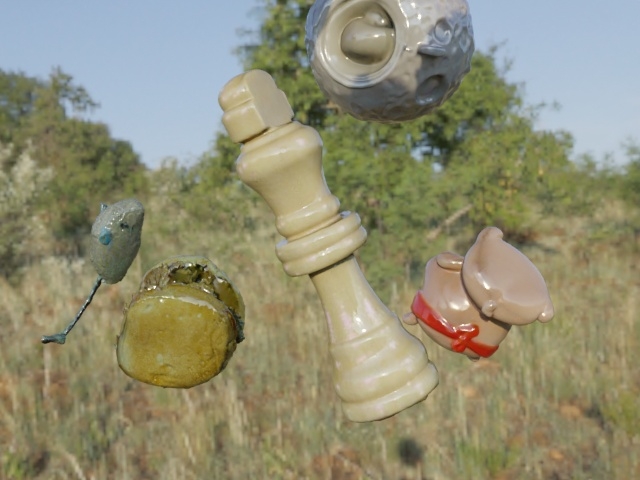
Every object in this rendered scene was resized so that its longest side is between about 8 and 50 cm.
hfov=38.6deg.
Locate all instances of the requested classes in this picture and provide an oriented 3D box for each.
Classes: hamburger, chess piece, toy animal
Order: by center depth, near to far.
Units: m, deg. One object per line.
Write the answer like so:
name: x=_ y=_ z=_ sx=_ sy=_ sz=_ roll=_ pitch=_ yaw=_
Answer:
chess piece: x=0.000 y=0.000 z=0.997 sx=0.117 sy=0.397 sz=0.117 roll=-24 pitch=7 yaw=3
hamburger: x=-0.173 y=0.110 z=1.150 sx=0.159 sy=0.185 sz=0.131 roll=16 pitch=22 yaw=-7
toy animal: x=0.229 y=0.090 z=1.339 sx=0.171 sy=0.171 sz=0.197 roll=-4 pitch=-27 yaw=-38
toy animal: x=-0.333 y=0.045 z=1.367 sx=0.079 sy=0.253 sz=0.070 roll=24 pitch=15 yaw=-31

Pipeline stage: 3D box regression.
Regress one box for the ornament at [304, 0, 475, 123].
ornament: x=0.143 y=-0.397 z=1.816 sx=0.336 sy=0.337 sz=0.337 roll=-3 pitch=1 yaw=0
